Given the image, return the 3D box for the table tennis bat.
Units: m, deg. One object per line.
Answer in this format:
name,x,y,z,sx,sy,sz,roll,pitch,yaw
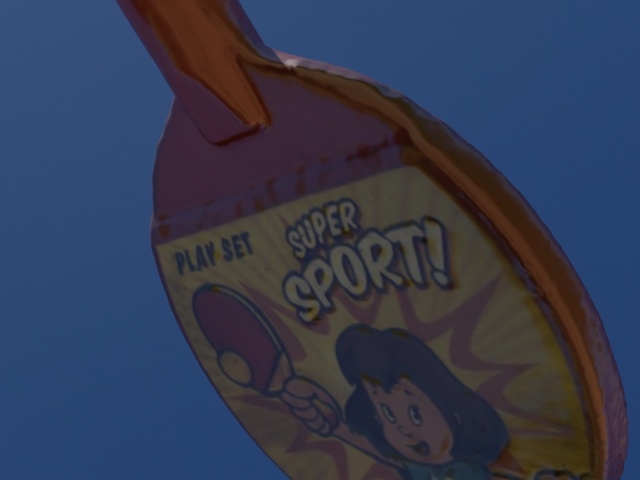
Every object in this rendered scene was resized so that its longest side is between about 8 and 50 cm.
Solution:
table tennis bat,0.000,0.000,0.752,0.051,0.268,0.414,-41,-73,-39
